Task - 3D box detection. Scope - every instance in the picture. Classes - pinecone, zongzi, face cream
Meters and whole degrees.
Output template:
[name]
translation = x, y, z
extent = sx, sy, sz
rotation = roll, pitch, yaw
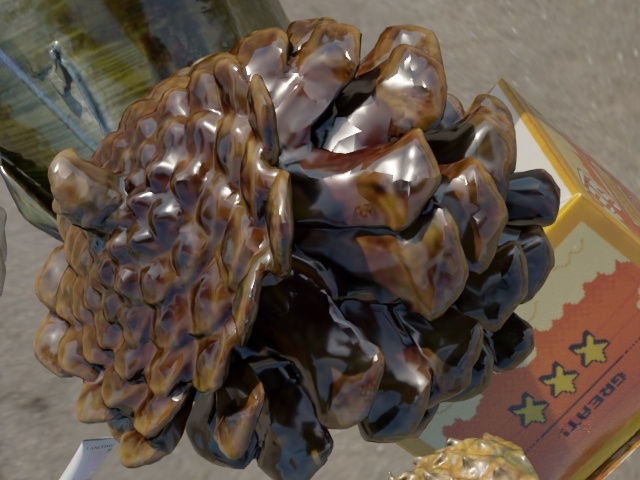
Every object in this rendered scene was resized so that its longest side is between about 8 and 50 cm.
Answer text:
[pinecone]
translation = 0.000, -0.002, 0.635
extent = 0.186, 0.212, 0.168
rotation = 9, 112, 52
[zongzi]
translation = -0.219, -0.097, 1.028
extent = 0.432, 0.208, 0.403
rotation = -24, 93, 24
[face cream]
translation = -0.217, 0.206, 1.491
extent = 0.115, 0.038, 0.020
rotation = -55, 47, 44

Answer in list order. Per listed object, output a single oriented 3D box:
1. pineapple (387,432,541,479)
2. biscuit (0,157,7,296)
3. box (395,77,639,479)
[pineapple]
translation = 0.020, 0.208, 0.961
extent = 0.251, 0.125, 0.125
rotation = -23, 86, -8
[biscuit]
translation = -0.278, 0.001, 0.309
extent = 0.426, 0.144, 0.078
rotation = -5, 97, -20
[box]
translation = 0.171, 0.054, 1.429
extent = 0.214, 0.283, 0.259
rotation = 39, 105, -23
